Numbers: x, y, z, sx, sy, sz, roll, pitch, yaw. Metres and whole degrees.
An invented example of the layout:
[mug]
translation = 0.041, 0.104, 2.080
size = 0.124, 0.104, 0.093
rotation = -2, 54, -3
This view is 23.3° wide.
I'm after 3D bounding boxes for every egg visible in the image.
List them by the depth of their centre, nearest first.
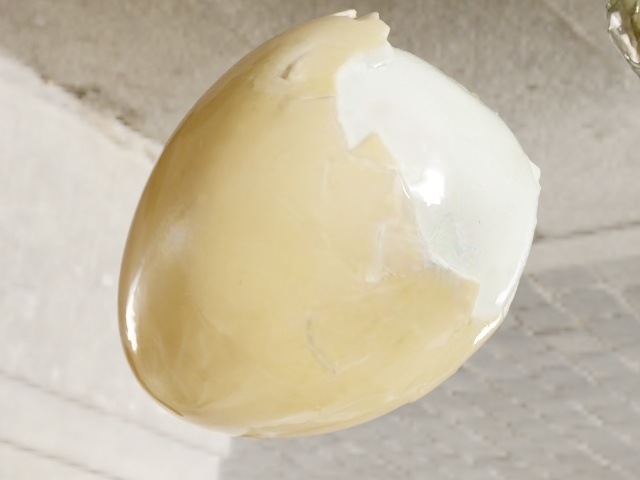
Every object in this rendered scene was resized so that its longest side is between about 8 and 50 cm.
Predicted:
[egg]
translation = 0.000, 0.000, 0.826
size = 0.244, 0.201, 0.201
rotation = -42, 151, -1

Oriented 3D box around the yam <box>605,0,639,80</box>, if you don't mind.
[yam]
translation = 0.272, -0.030, 0.875
size = 0.071, 0.317, 0.067
rotation = -21, 154, -33
